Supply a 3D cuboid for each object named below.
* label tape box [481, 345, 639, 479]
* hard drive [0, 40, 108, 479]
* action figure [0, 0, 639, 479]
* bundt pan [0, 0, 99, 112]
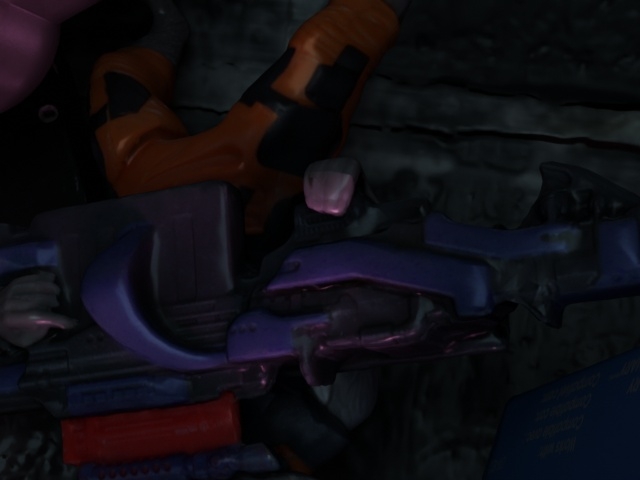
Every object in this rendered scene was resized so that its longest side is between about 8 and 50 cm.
[{"bbox_3d":[0.163,0.090,0.506,0.333,0.240,0.106,-2,77,-10],"label":"label tape box"},{"bbox_3d":[-0.215,0.045,0.711,0.237,0.064,0.339,-20,75,3],"label":"hard drive"},{"bbox_3d":[0.000,0.000,0.603,0.341,0.178,0.330,-1,68,25],"label":"action figure"},{"bbox_3d":[-0.220,-0.175,0.642,0.331,0.124,0.331,-5,79,27],"label":"bundt pan"}]
